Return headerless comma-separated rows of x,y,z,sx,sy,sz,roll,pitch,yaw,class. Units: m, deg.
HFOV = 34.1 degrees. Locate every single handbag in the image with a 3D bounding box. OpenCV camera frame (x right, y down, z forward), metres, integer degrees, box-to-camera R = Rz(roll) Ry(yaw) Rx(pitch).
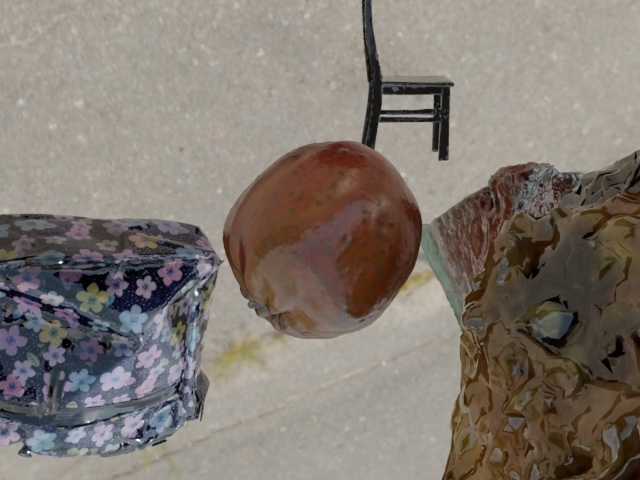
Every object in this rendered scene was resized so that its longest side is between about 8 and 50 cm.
-0.193,0.082,0.878,0.228,0.127,0.208,-1,118,-29,handbag

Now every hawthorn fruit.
0.000,0.000,0.617,0.128,0.128,0.128,-15,142,-12,hawthorn fruit

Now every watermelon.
0.132,-0.011,0.718,0.098,0.121,0.158,-17,125,-18,watermelon

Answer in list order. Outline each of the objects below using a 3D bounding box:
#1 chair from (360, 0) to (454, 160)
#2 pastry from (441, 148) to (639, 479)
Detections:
0.096,-0.200,1.170,0.101,0.084,0.212,1,104,-2,chair
0.254,0.081,0.499,0.292,0.405,0.337,6,95,-62,pastry
